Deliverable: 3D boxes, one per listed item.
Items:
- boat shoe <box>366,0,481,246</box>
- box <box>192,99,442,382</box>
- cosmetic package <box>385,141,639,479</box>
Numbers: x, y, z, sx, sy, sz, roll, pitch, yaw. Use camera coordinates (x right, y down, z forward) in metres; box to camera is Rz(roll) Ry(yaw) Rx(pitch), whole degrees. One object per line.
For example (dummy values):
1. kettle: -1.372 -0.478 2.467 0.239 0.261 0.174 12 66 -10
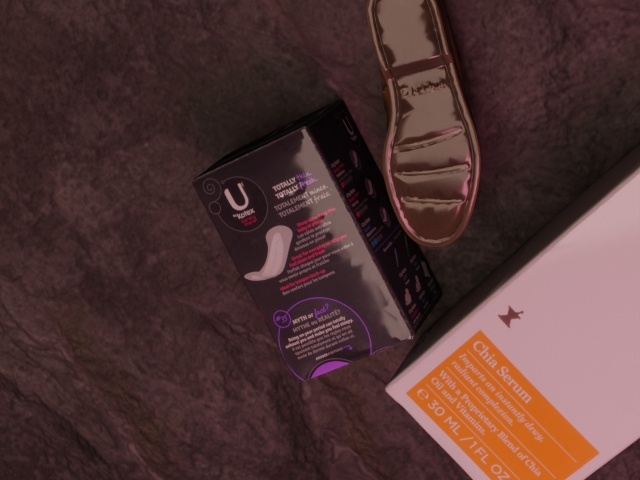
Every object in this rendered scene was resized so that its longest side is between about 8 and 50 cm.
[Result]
1. boat shoe: 0.123 -0.151 1.691 0.110 0.104 0.307 -3 107 12
2. box: 0.000 0.000 1.765 0.165 0.143 0.270 -23 100 24
3. cosmetic package: 0.313 0.085 1.672 0.230 0.161 0.453 45 117 0
